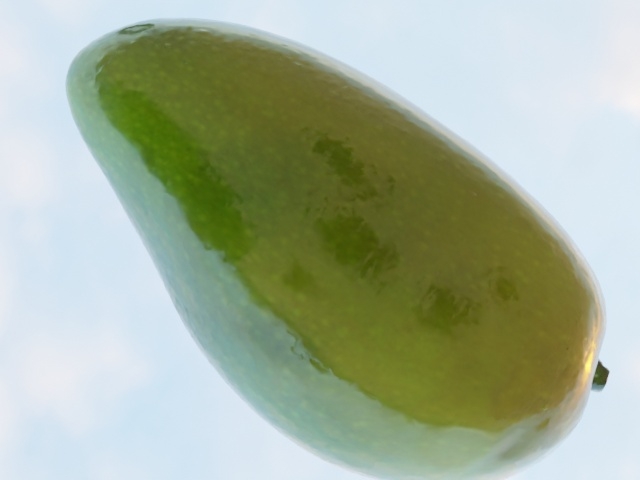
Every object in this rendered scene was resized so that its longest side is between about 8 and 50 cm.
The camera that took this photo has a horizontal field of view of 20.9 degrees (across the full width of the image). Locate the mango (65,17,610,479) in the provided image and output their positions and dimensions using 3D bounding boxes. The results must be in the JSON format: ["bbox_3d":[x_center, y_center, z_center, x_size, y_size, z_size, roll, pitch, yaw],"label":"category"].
[{"bbox_3d":[0.000,0.000,0.956,0.343,0.156,0.192,38,-118,9],"label":"mango"}]
